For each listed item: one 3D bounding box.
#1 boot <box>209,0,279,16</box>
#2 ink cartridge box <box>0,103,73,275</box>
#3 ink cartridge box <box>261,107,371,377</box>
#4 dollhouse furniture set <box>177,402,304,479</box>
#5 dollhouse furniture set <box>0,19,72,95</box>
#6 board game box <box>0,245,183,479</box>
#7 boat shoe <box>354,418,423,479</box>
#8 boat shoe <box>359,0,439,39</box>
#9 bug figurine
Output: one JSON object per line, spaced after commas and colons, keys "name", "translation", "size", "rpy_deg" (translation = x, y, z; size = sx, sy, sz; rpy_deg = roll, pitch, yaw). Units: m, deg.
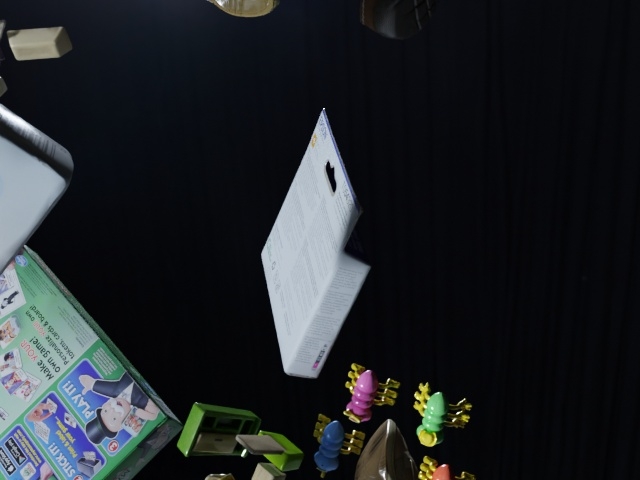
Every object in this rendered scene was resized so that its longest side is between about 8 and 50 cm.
{"name": "boot", "translation": [-0.112, -0.404, 1.407], "size": [0.213, 0.077, 0.165], "rpy_deg": [22, 28, 32]}
{"name": "ink cartridge box", "translation": [-0.433, 0.001, 0.705], "size": [0.308, 0.385, 0.091], "rpy_deg": [36, 6, -24]}
{"name": "ink cartridge box", "translation": [0.000, 0.000, 1.502], "size": [0.071, 0.330, 0.324], "rpy_deg": [14, 32, -20]}
{"name": "dollhouse furniture set", "translation": [-0.189, 0.496, 1.733], "size": [0.151, 0.302, 0.197], "rpy_deg": [16, 10, -45]}
{"name": "dollhouse furniture set", "translation": [-0.331, -0.222, 1.018], "size": [0.114, 0.091, 0.081], "rpy_deg": [-4, 53, 1]}
{"name": "board game box", "translation": [-0.325, 0.170, 0.995], "size": [0.213, 0.046, 0.317], "rpy_deg": [-45, 60, -6]}
{"name": "boat shoe", "translation": [0.143, 0.484, 1.782], "size": [0.110, 0.122, 0.341], "rpy_deg": [32, 22, -9]}
{"name": "boat shoe", "translation": [0.097, -0.345, 1.067], "size": [0.116, 0.123, 0.324], "rpy_deg": [18, 45, 11]}
{"name": "bug figurine", "translation": [0.111, 0.316, 1.427], "size": [0.279, 0.216, 0.072], "rpy_deg": [17, 16, 20]}
